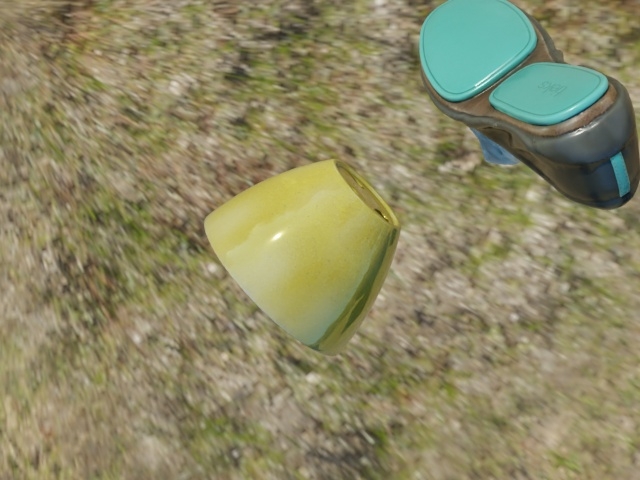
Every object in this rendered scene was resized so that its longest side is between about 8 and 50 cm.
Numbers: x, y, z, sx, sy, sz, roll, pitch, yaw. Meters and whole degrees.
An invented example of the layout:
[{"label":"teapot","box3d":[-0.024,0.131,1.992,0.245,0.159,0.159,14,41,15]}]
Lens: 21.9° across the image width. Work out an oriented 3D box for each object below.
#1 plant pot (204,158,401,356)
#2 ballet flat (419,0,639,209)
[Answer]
[{"label":"plant pot","box3d":[0.000,0.000,1.153,0.095,0.134,0.134,-43,105,12]},{"label":"ballet flat","box3d":[0.139,-0.088,1.133,0.095,0.280,0.096,-31,116,1]}]
